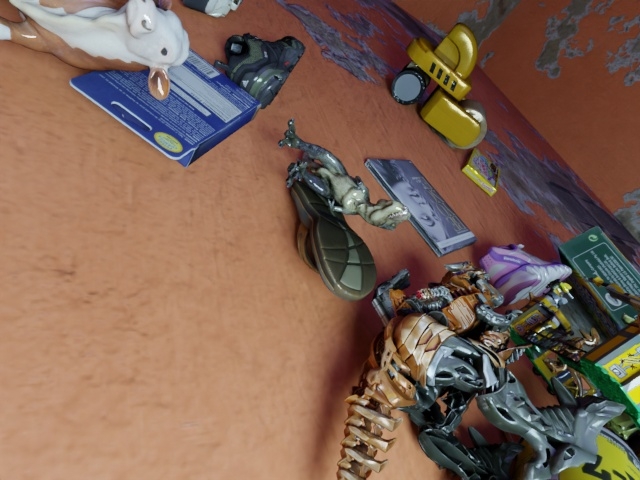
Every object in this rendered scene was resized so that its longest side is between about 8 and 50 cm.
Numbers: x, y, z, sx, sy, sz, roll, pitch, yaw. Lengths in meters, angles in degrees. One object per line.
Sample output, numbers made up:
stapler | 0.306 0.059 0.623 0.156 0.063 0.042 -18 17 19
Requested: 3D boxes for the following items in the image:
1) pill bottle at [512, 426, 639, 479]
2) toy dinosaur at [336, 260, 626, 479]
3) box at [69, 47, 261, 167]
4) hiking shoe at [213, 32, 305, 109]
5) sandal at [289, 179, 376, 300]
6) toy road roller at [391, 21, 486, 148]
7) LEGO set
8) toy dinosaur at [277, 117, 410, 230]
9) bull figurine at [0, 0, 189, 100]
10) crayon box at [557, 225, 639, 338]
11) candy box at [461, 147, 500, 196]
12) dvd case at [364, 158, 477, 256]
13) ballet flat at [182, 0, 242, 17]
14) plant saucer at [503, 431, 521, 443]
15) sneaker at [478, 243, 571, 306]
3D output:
pill bottle | 0.227 0.259 0.356 0.119 0.119 0.208 50 29 12
toy dinosaur | 0.116 0.138 0.401 0.322 0.164 0.218 -39 74 -25
box | -0.179 -0.171 0.513 0.136 0.036 0.225 37 35 -7
hiking shoe | -0.099 -0.319 0.703 0.114 0.086 0.227 34 37 -17
sandal | 0.000 0.000 0.493 0.090 0.060 0.219 22 25 -35
toy road roller | 0.377 -0.448 1.158 0.329 0.240 0.202 39 36 -5
LEGO set | 0.384 0.137 0.460 0.255 0.192 0.331 54 3 13
toy dinosaur | 0.002 -0.090 0.529 0.118 0.064 0.268 25 18 -39
bull figurine | -0.264 -0.239 0.410 0.188 0.101 0.310 0 31 -43
crayon box | 0.599 0.122 0.847 0.323 0.083 0.203 31 31 -51
candy box | 0.454 -0.197 1.155 0.105 0.027 0.206 40 35 3
dvd case | 0.195 -0.072 0.782 0.164 0.018 0.221 -12 61 -49
ballet flat | -0.194 -0.470 0.788 0.074 0.074 0.203 34 34 -12
plant saucer | 0.254 0.243 0.510 0.083 0.013 0.083 25 39 -22
sneaker | 0.377 0.052 0.768 0.236 0.095 0.104 2 43 -41
